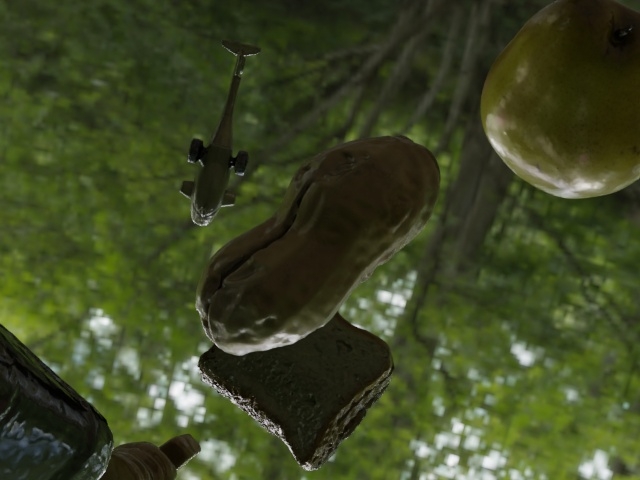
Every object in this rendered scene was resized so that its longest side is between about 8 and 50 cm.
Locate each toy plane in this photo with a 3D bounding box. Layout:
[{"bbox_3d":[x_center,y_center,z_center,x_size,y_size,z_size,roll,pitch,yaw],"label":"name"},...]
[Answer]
[{"bbox_3d":[-0.150,-0.162,1.962,0.092,0.286,0.108,13,-175,-7],"label":"toy plane"}]

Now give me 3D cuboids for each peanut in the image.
[{"bbox_3d":[0.000,0.000,1.255,0.130,0.290,0.130,42,166,13],"label":"peanut"}]

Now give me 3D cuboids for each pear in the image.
[{"bbox_3d":[0.372,-0.207,1.862,0.285,0.285,0.336,18,172,21],"label":"pear"}]

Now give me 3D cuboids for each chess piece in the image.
[{"bbox_3d":[-0.280,0.360,1.945,0.137,0.137,0.301,17,-177,13],"label":"chess piece"}]

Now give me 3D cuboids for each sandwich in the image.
[{"bbox_3d":[-0.033,0.190,1.931,0.251,0.226,0.087,37,161,27],"label":"sandwich"}]

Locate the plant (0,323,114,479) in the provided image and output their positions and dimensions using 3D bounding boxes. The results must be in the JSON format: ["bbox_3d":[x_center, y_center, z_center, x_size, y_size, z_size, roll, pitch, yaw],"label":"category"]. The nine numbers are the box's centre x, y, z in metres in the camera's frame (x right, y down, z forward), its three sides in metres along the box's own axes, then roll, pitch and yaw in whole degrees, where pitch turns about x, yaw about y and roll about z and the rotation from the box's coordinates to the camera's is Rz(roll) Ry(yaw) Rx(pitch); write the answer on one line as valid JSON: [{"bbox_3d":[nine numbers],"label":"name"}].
[{"bbox_3d":[-0.215,0.107,0.726,0.164,0.142,0.256,39,157,13],"label":"plant"}]
